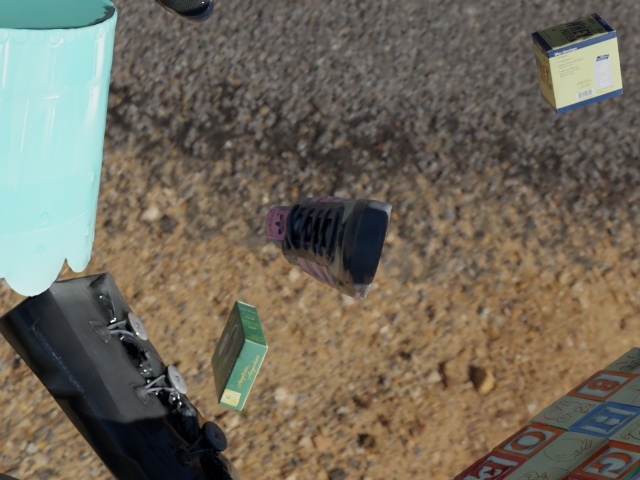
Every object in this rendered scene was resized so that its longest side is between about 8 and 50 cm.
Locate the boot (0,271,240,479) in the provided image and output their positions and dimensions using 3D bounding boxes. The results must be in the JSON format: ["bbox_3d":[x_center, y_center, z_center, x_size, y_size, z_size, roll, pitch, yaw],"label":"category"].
[{"bbox_3d":[-0.173,0.247,1.453,0.146,0.367,0.445,-41,79,0],"label":"boot"}]

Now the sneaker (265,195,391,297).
[{"bbox_3d":[0.000,0.000,1.360,0.131,0.319,0.112,16,84,-5],"label":"sneaker"}]

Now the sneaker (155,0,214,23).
[{"bbox_3d":[-0.204,-0.373,1.533,0.084,0.083,0.215,-35,115,-5],"label":"sneaker"}]

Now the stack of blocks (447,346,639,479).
[{"bbox_3d":[0.202,0.187,0.837,0.297,0.171,0.087,-29,106,-28],"label":"stack of blocks"}]

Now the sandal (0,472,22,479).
[{"bbox_3d":[-0.179,0.349,0.852,0.167,0.107,0.446,-35,95,0],"label":"sandal"}]

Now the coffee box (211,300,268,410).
[{"bbox_3d":[-0.126,0.174,1.815,0.040,0.184,0.113,21,100,-13],"label":"coffee box"}]

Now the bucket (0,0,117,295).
[{"bbox_3d":[-0.277,-0.098,0.828,0.281,0.183,0.281,12,21,-5],"label":"bucket"}]

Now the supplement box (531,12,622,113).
[{"bbox_3d":[0.296,-0.204,1.368,0.083,0.083,0.056,-18,34,-2],"label":"supplement box"}]
